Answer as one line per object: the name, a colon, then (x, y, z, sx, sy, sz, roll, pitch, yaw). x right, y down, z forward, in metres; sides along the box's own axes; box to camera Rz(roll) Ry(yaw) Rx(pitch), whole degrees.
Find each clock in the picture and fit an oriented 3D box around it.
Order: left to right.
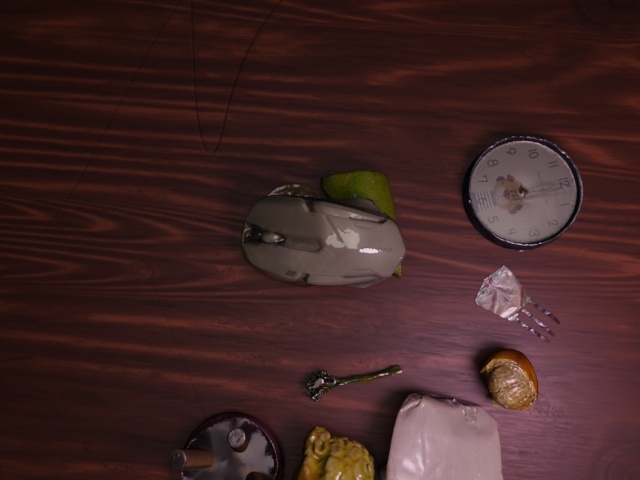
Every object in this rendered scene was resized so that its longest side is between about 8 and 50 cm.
clock: (0.538, -0.128, 1.571, 0.312, 0.061, 0.312, -1, 82, 4)

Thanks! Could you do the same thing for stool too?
stool: (-0.234, 0.572, 1.456, 0.272, 0.178, 0.272, -1, 81, 4)

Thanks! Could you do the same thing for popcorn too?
popcorn: (0.022, 0.587, 1.437, 0.237, 0.206, 0.251, -39, 70, 12)

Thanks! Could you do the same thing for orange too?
orange: (0.469, 0.350, 1.470, 0.134, 0.156, 0.156, -29, 79, 41)

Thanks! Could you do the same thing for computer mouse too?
computer mouse: (-0.003, 0.000, 1.463, 0.429, 0.145, 0.228, 7, 96, 18)

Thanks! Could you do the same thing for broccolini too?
broccolini: (0.086, 0.362, 1.549, 0.254, 0.071, 0.057, -12, 40, -5)

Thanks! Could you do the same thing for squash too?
squash: (0.107, -0.039, 1.559, 0.203, 0.111, 0.288, -5, 84, 4)

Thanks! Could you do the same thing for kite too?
kite: (0.529, 0.172, 1.554, 0.229, 0.016, 0.127, 35, 89, 7)

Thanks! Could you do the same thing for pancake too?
pancake: (-0.065, -0.014, 1.594, 0.294, 0.049, 0.294, -1, 82, 6)

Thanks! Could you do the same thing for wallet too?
wallet: (0.304, 0.519, 1.439, 0.335, 0.068, 0.275, 16, 64, -11)

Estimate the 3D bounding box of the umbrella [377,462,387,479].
umbrella: (0.232, 0.719, 1.469, 0.073, 0.067, 0.337, -23, 83, 11)
